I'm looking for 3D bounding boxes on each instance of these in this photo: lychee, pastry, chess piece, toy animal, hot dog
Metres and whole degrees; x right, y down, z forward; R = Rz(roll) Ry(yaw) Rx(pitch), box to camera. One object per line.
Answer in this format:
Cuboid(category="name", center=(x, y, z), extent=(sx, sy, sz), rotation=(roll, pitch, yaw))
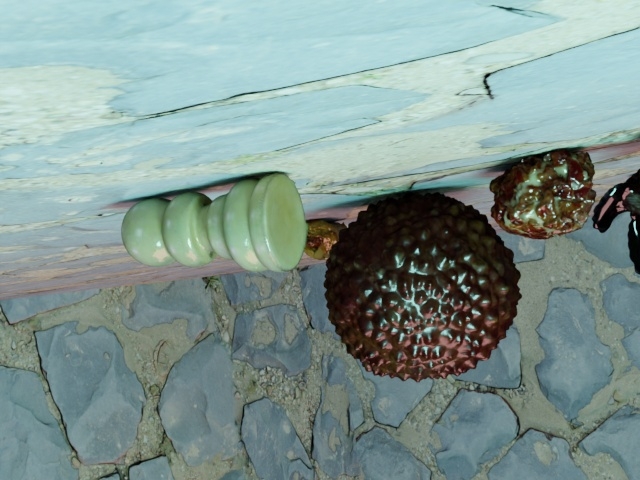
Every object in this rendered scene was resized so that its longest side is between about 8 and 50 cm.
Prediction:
Cuboid(category="lychee", center=(0.136, 0.065, 1.496), extent=(0.264, 0.264, 0.300), rotation=(-9, 153, 13))
Cuboid(category="pastry", center=(0.255, -0.049, 1.284), extent=(0.115, 0.097, 0.208), rotation=(1, 178, -1))
Cuboid(category="chess piece", center=(-0.107, -0.008, 1.050), extent=(0.171, 0.094, 0.094), rotation=(-6, 178, 23))
Cuboid(category="toy animal", center=(0.386, -0.067, 1.209), extent=(0.116, 0.218, 0.179), rotation=(21, -130, 28))
Cuboid(category="hot dog", center=(0.001, 0.001, 1.771), extent=(0.078, 0.061, 0.169), rotation=(-8, 177, 16))
